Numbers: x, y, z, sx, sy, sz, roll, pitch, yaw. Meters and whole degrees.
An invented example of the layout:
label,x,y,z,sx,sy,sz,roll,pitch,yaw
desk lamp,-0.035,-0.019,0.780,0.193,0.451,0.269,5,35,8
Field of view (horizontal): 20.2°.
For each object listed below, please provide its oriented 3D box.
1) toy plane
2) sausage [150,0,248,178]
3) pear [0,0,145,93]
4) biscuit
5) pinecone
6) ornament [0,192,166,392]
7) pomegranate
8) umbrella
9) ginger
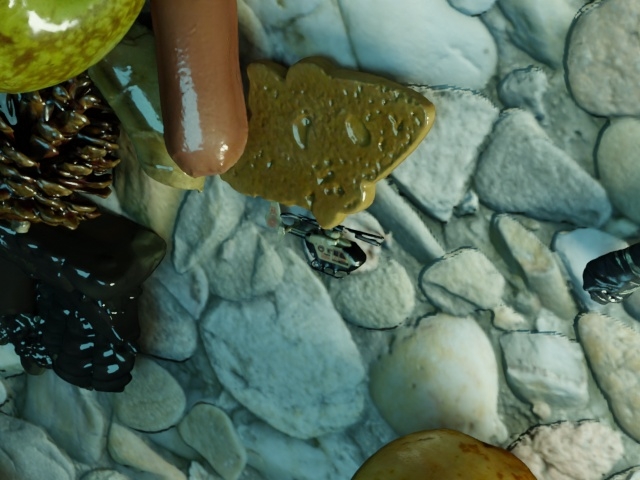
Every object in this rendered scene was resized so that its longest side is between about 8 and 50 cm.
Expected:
label,x,y,z,sx,sy,sz,roll,pitch,yaw
toy plane,0.000,0.000,1.638,0.120,0.031,0.049,20,119,23
sausage,-0.106,-0.152,1.581,0.077,0.077,0.194,-1,98,36
pear,-0.276,-0.268,1.543,0.283,0.283,0.283,17,123,28
biscuit,0.003,-0.091,1.581,0.250,0.035,0.162,-10,107,42
pinecone,-0.261,-0.089,1.697,0.173,0.173,0.173,17,123,28
ornament,-0.276,0.070,1.837,0.251,0.106,0.260,28,133,23
pomegranate,0.096,0.290,1.594,0.248,0.248,0.248,17,123,28
umbrella,0.294,0.007,1.426,0.188,0.046,0.050,-27,101,36
ginger,-0.155,-0.127,1.654,0.190,0.069,0.095,58,151,-5
